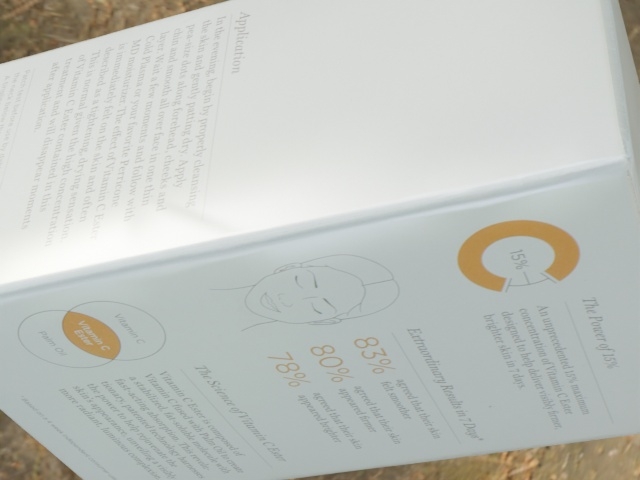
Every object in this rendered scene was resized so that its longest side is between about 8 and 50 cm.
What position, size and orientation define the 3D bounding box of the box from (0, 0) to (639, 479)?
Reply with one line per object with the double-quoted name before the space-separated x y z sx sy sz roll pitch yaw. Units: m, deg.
"box" 0.000 0.000 0.621 0.345 0.215 0.168 -11 50 18
